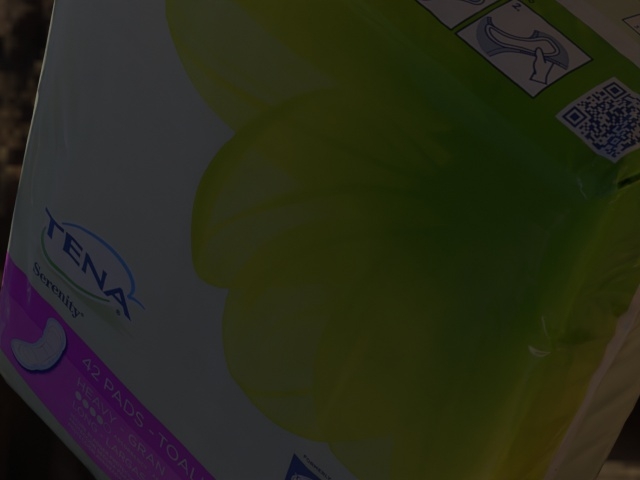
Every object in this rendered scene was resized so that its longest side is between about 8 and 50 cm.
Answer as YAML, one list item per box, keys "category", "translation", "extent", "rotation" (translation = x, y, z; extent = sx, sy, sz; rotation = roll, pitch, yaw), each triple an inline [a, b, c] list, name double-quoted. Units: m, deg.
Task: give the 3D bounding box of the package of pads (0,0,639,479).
- category: "package of pads"
  translation: [0.000, 0.000, 0.676]
  extent: [0.229, 0.101, 0.297]
  rotation: [44, 138, 24]
